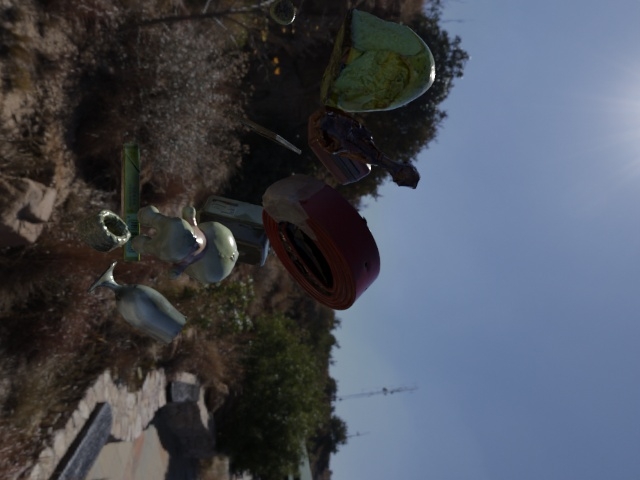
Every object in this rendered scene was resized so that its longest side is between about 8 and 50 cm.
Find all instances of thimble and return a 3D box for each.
[{"bbox_3d":[-0.480,-0.019,0.984,0.110,0.062,0.084,52,16,-61],"label":"thimble"}]

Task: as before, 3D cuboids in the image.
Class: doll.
[{"bbox_3d":[-0.263,0.021,0.942,0.275,0.113,0.154,30,71,-49],"label":"doll"}]

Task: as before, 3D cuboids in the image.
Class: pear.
[{"bbox_3d":[0.139,-0.399,1.089,0.238,0.256,0.164,124,-28,-57],"label":"pear"}]

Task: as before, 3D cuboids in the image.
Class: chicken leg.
[{"bbox_3d":[0.108,-0.213,1.067,0.093,0.304,0.113,-45,-166,55],"label":"chicken leg"}]

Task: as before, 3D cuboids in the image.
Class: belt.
[{"bbox_3d":[0.000,0.000,0.996,0.227,0.115,0.323,-14,-67,50],"label":"belt"}]

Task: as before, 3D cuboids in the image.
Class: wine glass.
[{"bbox_3d":[-0.424,0.151,1.029,0.222,0.103,0.103,42,3,-13],"label":"wine glass"}]

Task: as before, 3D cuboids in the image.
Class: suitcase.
[{"bbox_3d":[0.080,-0.400,1.845,0.297,0.161,0.236,47,31,-41],"label":"suitcase"}]

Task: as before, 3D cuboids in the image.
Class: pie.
[{"bbox_3d":[-0.118,-0.725,1.393,0.021,0.084,0.084,170,-84,-76],"label":"pie"}]

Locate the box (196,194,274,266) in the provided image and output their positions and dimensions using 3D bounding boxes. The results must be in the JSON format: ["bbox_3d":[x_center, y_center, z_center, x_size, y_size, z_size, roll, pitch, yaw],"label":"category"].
[{"bbox_3d":[-0.302,-0.030,1.607,0.220,0.291,0.166,108,-6,-59],"label":"box"}]

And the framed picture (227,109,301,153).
[{"bbox_3d":[-0.168,-0.326,1.334,0.015,0.203,0.150,-61,152,5],"label":"framed picture"}]

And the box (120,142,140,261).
[{"bbox_3d":[-0.529,-0.102,1.224,0.173,0.043,0.311,5,-85,64],"label":"box"}]
